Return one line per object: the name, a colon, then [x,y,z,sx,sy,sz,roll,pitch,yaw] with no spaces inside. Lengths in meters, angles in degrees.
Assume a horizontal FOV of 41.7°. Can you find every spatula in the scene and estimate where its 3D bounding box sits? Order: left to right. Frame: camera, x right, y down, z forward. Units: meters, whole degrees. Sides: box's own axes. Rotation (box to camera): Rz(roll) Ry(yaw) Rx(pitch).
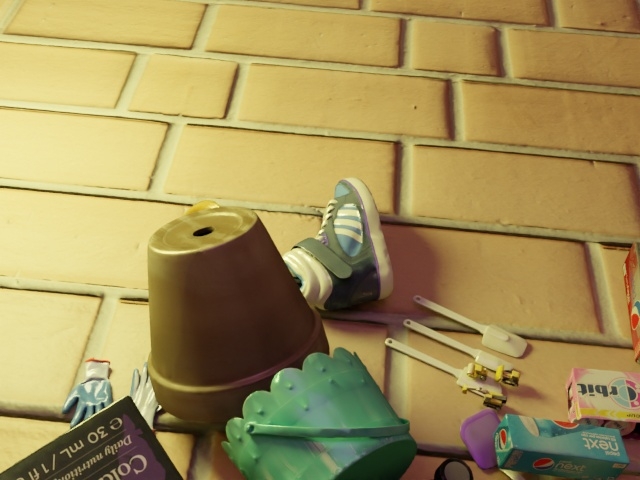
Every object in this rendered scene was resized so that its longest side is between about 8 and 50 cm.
spatula: [0.263,0.201,1.629,0.242,0.019,0.168,24,55,18]
spatula: [0.340,0.415,1.414,0.084,0.030,0.296,-21,51,-20]

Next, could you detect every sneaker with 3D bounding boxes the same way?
sneaker: [0.000,0.001,1.729,0.236,0.130,0.323,-5,52,-14]

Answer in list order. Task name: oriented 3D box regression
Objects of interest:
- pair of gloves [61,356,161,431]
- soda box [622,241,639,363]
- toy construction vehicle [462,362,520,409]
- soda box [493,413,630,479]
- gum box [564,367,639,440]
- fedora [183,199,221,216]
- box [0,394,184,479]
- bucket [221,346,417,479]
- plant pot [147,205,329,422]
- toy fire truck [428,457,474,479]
pair of gloves: [-0.359,0.278,1.517,0.198,0.023,0.159,1,46,-1]
soda box: [0.670,0.126,1.674,0.092,0.083,0.263,9,47,4]
toy construction vehicle: [0.315,0.261,1.545,0.098,0.035,0.086,18,53,9]
soda box: [0.406,0.353,1.425,0.210,0.067,0.071,10,42,-9]
gum box: [0.537,0.297,1.516,0.188,0.062,0.107,5,45,1]
fedora: [-0.221,0.013,1.719,0.079,0.194,0.194,12,30,-48]
box: [-0.299,0.539,1.010,0.480,0.297,0.472,-32,63,-19]
bucket: [0.006,0.325,1.330,0.281,0.281,0.183,-26,56,-25]
plant pot: [-0.166,0.103,1.446,0.323,0.280,0.323,-11,22,4]
toy fire truck: [0.209,0.480,1.267,0.217,0.158,0.246,-25,64,-34]
